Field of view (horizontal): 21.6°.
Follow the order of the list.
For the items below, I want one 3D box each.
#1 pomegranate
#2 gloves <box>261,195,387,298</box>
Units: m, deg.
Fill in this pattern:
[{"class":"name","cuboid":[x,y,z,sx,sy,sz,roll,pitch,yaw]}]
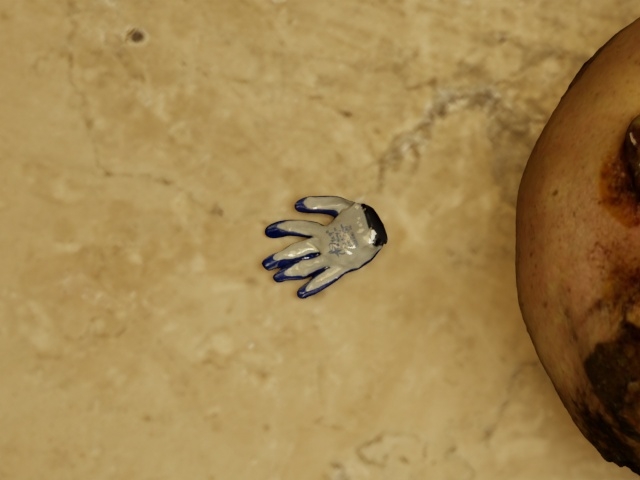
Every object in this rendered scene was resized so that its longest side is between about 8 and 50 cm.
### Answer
[{"class":"pomegranate","cuboid":[0.263,-0.003,0.963,0.322,0.322,0.322,-2,78,10]},{"class":"gloves","cuboid":[0.000,0.000,1.149,0.086,0.026,0.064,-29,73,9]}]
